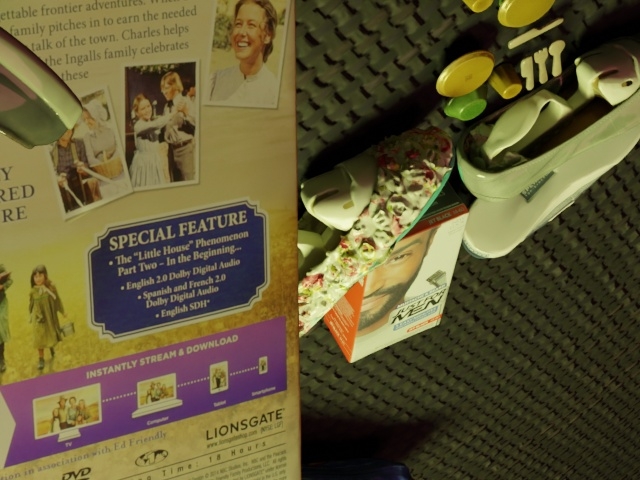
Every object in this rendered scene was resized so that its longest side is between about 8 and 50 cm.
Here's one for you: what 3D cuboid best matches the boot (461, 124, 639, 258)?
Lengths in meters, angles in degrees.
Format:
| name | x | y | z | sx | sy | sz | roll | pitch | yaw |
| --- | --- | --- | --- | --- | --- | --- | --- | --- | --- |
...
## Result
| name | x | y | z | sx | sy | sz | roll | pitch | yaw |
| --- | --- | --- | --- | --- | --- | --- | --- | --- | --- |
| boot | 0.188 | -0.058 | 1.306 | 0.190 | 0.069 | 0.086 | -40 | 177 | -1 |

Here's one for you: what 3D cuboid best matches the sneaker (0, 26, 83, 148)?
| name | x | y | z | sx | sy | sz | roll | pitch | yaw |
| --- | --- | --- | --- | --- | --- | --- | --- | --- | --- |
| sneaker | -0.208 | -0.065 | 0.607 | 0.222 | 0.083 | 0.118 | 29 | 91 | -27 |

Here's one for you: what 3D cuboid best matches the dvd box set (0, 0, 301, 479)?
| name | x | y | z | sx | sy | sz | roll | pitch | yaw |
| --- | --- | --- | --- | --- | --- | --- | --- | --- | --- |
| dvd box set | -0.150 | -0.033 | 0.741 | 0.308 | 0.062 | 0.420 | -13 | 111 | -33 |

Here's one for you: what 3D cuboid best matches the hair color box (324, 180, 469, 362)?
| name | x | y | z | sx | sy | sz | roll | pitch | yaw |
| --- | --- | --- | --- | --- | --- | --- | --- | --- | --- |
| hair color box | 0.060 | 0.023 | 1.295 | 0.093 | 0.053 | 0.167 | -22 | 149 | -19 |

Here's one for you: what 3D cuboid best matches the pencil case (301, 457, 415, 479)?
| name | x | y | z | sx | sy | sz | roll | pitch | yaw |
| --- | --- | --- | --- | --- | --- | --- | --- | --- | --- |
| pencil case | -0.012 | 0.268 | 1.534 | 0.306 | 0.119 | 0.133 | 11 | 118 | -53 |

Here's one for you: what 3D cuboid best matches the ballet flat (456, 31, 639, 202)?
| name | x | y | z | sx | sy | sz | roll | pitch | yaw |
| --- | --- | --- | --- | --- | --- | --- | --- | --- | --- |
| ballet flat | 0.199 | -0.106 | 1.220 | 0.213 | 0.072 | 0.068 | -35 | 148 | 3 |

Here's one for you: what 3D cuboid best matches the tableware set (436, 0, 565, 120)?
| name | x | y | z | sx | sy | sz | roll | pitch | yaw |
| --- | --- | --- | --- | --- | --- | --- | --- | --- | --- |
| tableware set | 0.125 | -0.144 | 1.136 | 0.104 | 0.024 | 0.154 | -28 | 153 | -4 |

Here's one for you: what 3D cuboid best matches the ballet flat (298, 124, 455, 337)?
| name | x | y | z | sx | sy | sz | roll | pitch | yaw |
| --- | --- | --- | --- | --- | --- | --- | --- | --- | --- |
| ballet flat | 0.000 | 0.000 | 1.174 | 0.077 | 0.091 | 0.241 | 30 | 111 | -32 |
